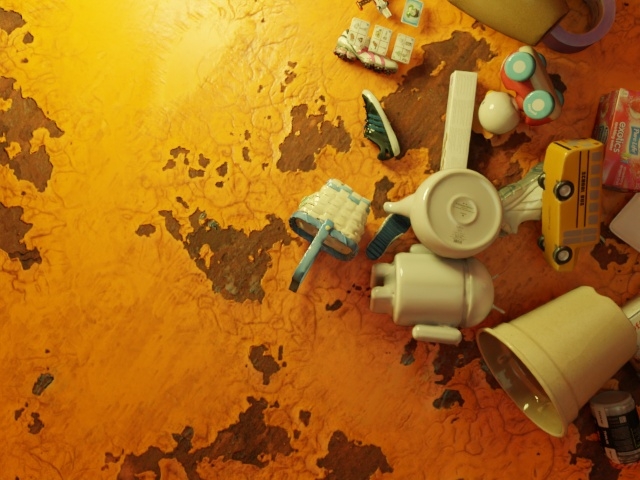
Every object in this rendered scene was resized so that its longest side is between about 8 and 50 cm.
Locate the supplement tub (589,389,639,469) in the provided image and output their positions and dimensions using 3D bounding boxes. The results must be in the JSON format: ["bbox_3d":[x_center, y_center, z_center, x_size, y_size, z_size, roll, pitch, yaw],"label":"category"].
[{"bbox_3d":[0.825,0.523,1.666,0.117,0.117,0.190,-15,92,3],"label":"supplement tub"}]

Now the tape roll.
[{"bbox_3d":[0.685,-0.609,1.627,0.189,0.080,0.188,0,93,1],"label":"tape roll"}]

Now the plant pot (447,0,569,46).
[{"bbox_3d":[0.496,-0.624,1.539,0.237,0.237,0.254,-44,84,4],"label":"plant pot"}]

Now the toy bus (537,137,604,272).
[{"bbox_3d":[0.648,-0.089,1.566,0.130,0.108,0.332,-9,112,-2],"label":"toy bus"}]

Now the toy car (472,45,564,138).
[{"bbox_3d":[0.498,-0.376,1.614,0.238,0.219,0.210,-26,92,32],"label":"toy car"}]

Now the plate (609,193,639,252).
[{"bbox_3d":[0.980,-0.061,1.664,0.277,0.045,0.278,37,93,-1],"label":"plate"}]

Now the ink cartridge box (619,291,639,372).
[{"bbox_3d":[0.948,0.278,1.647,0.207,0.117,0.283,-36,92,4],"label":"ink cartridge box"}]

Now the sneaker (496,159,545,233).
[{"bbox_3d":[0.605,-0.132,1.657,0.297,0.111,0.129,-32,104,10],"label":"sneaker"}]

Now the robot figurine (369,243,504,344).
[{"bbox_3d":[0.309,0.134,1.620,0.354,0.199,0.299,3,63,3],"label":"robot figurine"}]

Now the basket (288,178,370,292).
[{"bbox_3d":[0.000,0.000,1.605,0.201,0.255,0.288,27,75,-1],"label":"basket"}]

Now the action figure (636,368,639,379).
[{"bbox_3d":[0.981,0.253,1.503,0.330,0.178,0.341,24,95,-10],"label":"action figure"}]

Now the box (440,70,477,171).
[{"bbox_3d":[0.378,-0.298,1.662,0.067,0.063,0.323,5,93,0],"label":"box"}]

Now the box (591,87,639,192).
[{"bbox_3d":[0.811,-0.264,1.619,0.128,0.122,0.256,12,93,0],"label":"box"}]

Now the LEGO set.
[{"bbox_3d":[0.180,-0.616,1.652,0.183,0.060,0.244,16,83,-8],"label":"LEGO set"}]

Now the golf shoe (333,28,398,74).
[{"bbox_3d":[0.133,-0.518,1.656,0.186,0.067,0.085,23,93,1],"label":"golf shoe"}]

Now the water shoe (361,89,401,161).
[{"bbox_3d":[0.148,-0.316,1.665,0.080,0.073,0.203,-27,91,5],"label":"water shoe"}]

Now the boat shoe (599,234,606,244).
[{"bbox_3d":[0.719,-0.032,1.674,0.152,0.056,0.049,36,105,3],"label":"boat shoe"}]

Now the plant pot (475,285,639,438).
[{"bbox_3d":[0.635,0.287,1.583,0.306,0.334,0.333,-33,92,-8],"label":"plant pot"}]

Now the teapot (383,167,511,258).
[{"bbox_3d":[0.347,-0.063,1.591,0.253,0.187,0.256,-33,88,-12],"label":"teapot"}]

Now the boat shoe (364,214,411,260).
[{"bbox_3d":[0.186,-0.021,1.681,0.183,0.066,0.066,-45,91,-6],"label":"boat shoe"}]
